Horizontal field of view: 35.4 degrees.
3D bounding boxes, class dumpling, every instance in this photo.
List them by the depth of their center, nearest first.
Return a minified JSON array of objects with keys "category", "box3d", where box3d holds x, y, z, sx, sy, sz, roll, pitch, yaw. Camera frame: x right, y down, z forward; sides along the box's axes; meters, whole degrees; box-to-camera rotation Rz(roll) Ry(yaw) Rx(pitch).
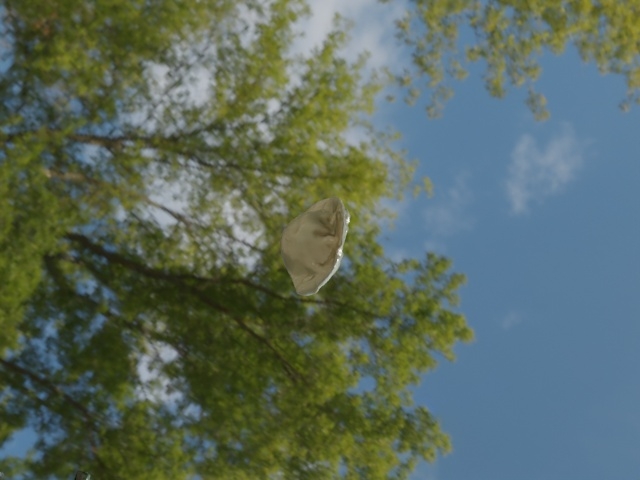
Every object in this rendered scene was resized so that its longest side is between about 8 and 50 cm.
[{"category":"dumpling","box3d":[0.002,0.002,0.745,0.057,0.052,0.076,-17,-166,28]}]

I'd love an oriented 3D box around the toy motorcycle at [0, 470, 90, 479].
[{"category":"toy motorcycle","box3d":[-0.196,0.298,0.801,0.275,0.127,0.205,12,-104,18]}]
